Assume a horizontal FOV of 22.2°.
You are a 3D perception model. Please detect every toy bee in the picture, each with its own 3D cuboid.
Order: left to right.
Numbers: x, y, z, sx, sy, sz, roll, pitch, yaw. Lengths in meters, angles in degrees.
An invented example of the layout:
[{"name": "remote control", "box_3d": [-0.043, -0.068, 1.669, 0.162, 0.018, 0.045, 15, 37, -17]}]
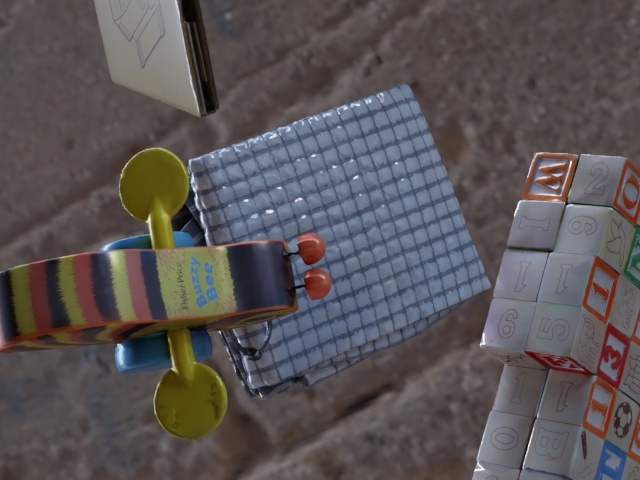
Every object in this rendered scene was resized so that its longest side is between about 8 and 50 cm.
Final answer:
[{"name": "toy bee", "box_3d": [-0.084, 0.024, 1.167, 0.162, 0.195, 0.298, -18, 9, 36]}]

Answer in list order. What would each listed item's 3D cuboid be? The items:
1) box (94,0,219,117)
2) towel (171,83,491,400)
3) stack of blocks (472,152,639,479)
[{"name": "box", "box_3d": [-0.151, -0.201, 1.398, 0.021, 0.164, 0.201, -19, 22, -23]}, {"name": "towel", "box_3d": [0.000, 0.000, 1.550, 0.283, 0.235, 0.121, -24, 6, -32]}, {"name": "stack of blocks", "box_3d": [0.212, 0.097, 1.333, 0.087, 0.297, 0.171, 6, -17, 40]}]
